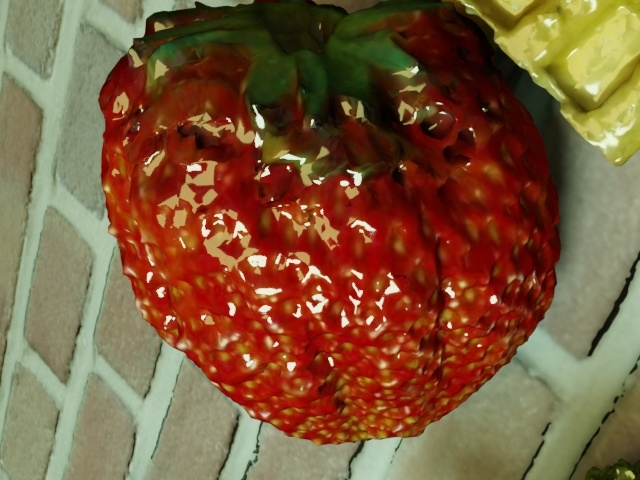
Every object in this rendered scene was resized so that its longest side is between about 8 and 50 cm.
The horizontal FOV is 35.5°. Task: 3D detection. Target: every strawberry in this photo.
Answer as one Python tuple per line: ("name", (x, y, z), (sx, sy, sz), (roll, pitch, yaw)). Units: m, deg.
("strawberry", (0.000, 0.000, 0.602), (0.250, 0.238, 0.288), (37, 138, 48))

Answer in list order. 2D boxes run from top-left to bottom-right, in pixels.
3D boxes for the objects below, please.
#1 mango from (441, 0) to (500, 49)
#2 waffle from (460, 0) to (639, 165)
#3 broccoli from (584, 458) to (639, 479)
("mango", (0.108, -0.158, 0.579), (0.114, 0.057, 0.079), (-39, 66, 40))
("waffle", (0.124, -0.188, 0.501), (0.274, 0.057, 0.168), (48, 116, 8))
("broccoli", (0.212, 0.229, 0.541), (0.180, 0.273, 0.242), (-43, 49, -6))
